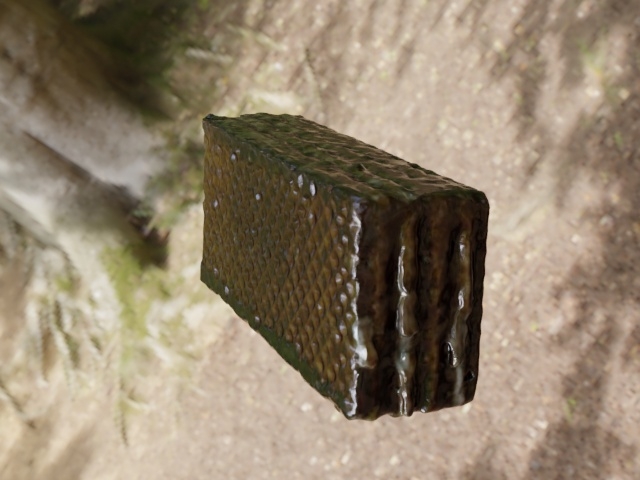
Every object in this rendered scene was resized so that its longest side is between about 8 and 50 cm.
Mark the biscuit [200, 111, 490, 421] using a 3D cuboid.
[{"bbox_3d":[0.000,0.000,0.644,0.252,0.070,0.106,-145,54,-63],"label":"biscuit"}]
